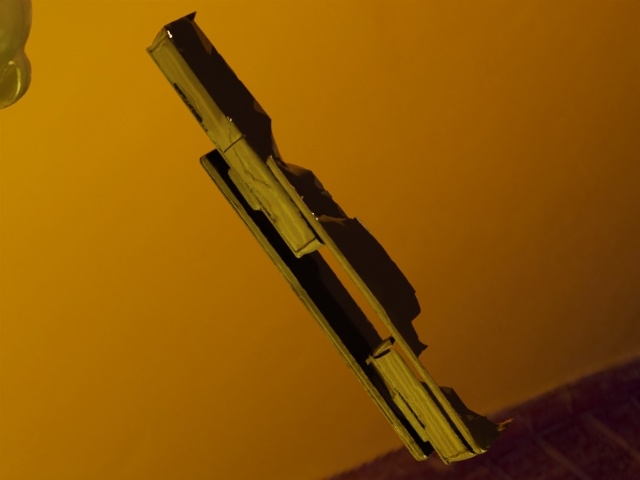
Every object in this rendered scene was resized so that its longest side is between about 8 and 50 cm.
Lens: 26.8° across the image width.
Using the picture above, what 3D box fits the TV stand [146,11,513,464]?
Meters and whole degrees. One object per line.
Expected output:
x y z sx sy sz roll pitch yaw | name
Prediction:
0.000 0.000 0.646 0.042 0.036 0.249 -36 -89 41 | TV stand

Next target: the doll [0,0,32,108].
-0.306 -0.225 0.993 0.177 0.261 0.161 6 -154 10 | doll
